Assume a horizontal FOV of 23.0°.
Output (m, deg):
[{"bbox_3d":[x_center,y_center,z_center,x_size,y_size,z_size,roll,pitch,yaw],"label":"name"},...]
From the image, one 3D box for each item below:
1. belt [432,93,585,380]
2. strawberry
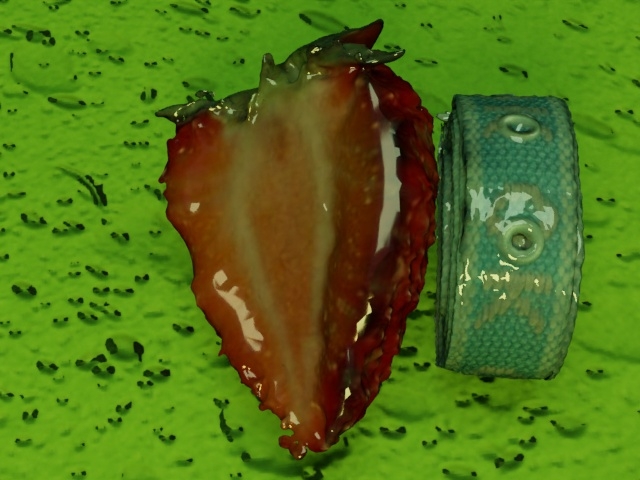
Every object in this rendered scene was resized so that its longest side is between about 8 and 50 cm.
[{"bbox_3d":[0.105,-0.004,0.872,0.082,0.147,0.163,3,83,-3],"label":"belt"},{"bbox_3d":[0.014,-0.002,0.876,0.174,0.098,0.228,-32,63,21],"label":"strawberry"}]
